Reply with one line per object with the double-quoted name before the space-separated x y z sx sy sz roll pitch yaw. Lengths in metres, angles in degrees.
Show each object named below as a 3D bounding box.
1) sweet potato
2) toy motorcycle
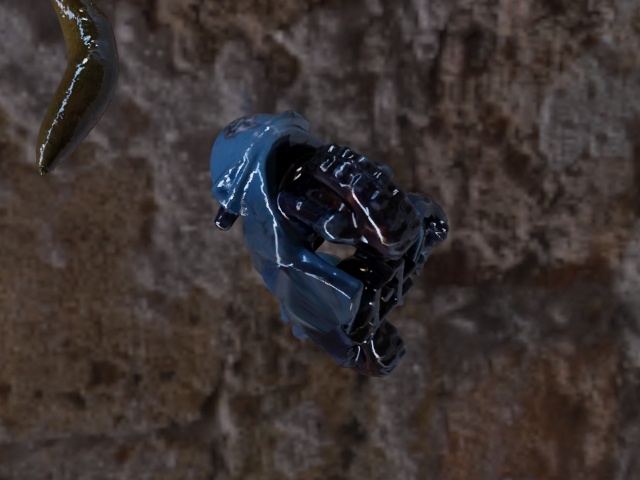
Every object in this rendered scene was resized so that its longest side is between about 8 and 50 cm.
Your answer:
"sweet potato" -0.322 -0.245 1.768 0.079 0.108 0.346 -32 57 51
"toy motorcycle" 0.000 0.000 1.375 0.232 0.172 0.416 35 160 18
